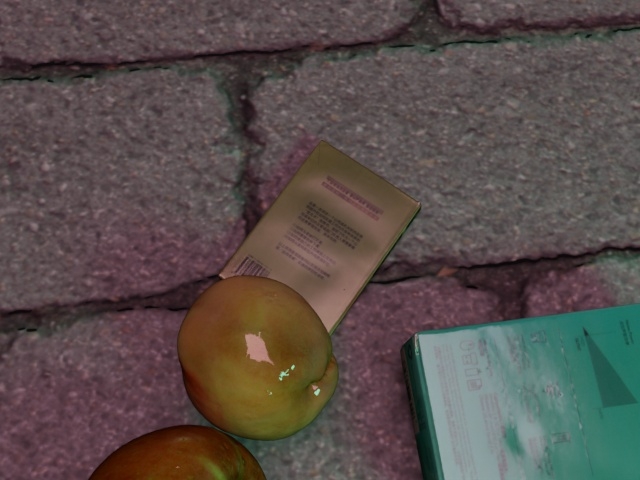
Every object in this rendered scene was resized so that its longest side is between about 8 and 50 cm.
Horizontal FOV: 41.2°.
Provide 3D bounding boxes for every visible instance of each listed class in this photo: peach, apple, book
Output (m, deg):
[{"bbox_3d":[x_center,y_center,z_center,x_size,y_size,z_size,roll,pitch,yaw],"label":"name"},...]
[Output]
[{"bbox_3d":[-0.068,0.131,0.940,0.184,0.184,0.184,1,70,-3],"label":"peach"},{"bbox_3d":[-0.151,0.287,0.877,0.195,0.196,0.196,1,70,-3],"label":"apple"},{"bbox_3d":[0.000,0.000,1.074,0.161,0.026,0.231,34,72,8],"label":"book"}]

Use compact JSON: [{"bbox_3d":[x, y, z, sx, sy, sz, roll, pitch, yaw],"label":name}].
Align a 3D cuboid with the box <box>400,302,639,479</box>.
[{"bbox_3d":[0.261,0.193,0.969,0.311,0.118,0.205,-8,73,-5],"label":"box"}]
